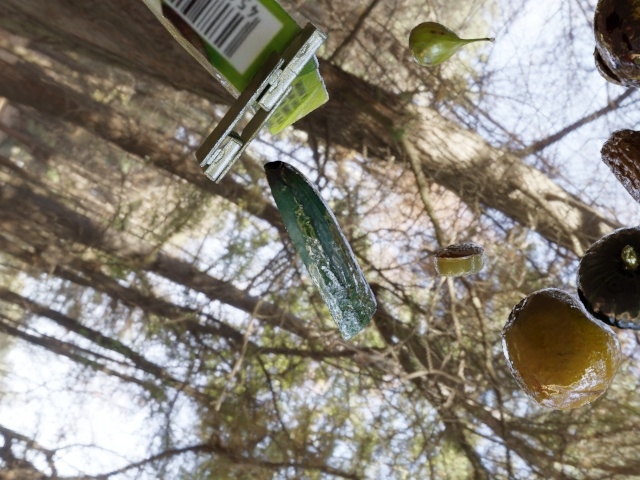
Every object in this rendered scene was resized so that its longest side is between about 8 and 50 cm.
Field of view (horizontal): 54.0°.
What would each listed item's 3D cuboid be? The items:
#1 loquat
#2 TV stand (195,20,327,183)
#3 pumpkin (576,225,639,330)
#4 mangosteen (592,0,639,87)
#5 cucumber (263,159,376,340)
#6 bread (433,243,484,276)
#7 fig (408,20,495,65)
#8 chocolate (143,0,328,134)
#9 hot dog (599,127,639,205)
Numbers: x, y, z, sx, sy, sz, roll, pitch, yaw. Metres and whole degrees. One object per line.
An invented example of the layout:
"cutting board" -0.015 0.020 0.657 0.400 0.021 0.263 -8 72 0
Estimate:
"loquat" 0.568 0.263 1.513 0.284 0.276 0.276 49 -66 20
"TV stand" -0.083 -0.186 0.844 0.249 0.042 0.036 -49 -144 14
"pumpkin" 0.683 0.076 1.361 0.249 0.216 0.250 -22 -133 26
"mangosteen" 0.452 -0.293 0.855 0.192 0.192 0.217 -64 -166 -3
"cucumber" 0.000 0.000 0.831 0.063 0.244 0.115 -27 -158 5
"bread" 0.415 0.056 1.839 0.125 0.156 0.086 -151 -128 -74
"fig" 0.258 -0.388 1.277 0.093 0.166 0.094 19 90 -86
"chocolate" -0.139 -0.326 1.003 0.137 0.301 0.289 -44 173 2
"hot dog" 0.416 -0.072 0.716 0.227 0.160 0.099 -109 -164 -54
